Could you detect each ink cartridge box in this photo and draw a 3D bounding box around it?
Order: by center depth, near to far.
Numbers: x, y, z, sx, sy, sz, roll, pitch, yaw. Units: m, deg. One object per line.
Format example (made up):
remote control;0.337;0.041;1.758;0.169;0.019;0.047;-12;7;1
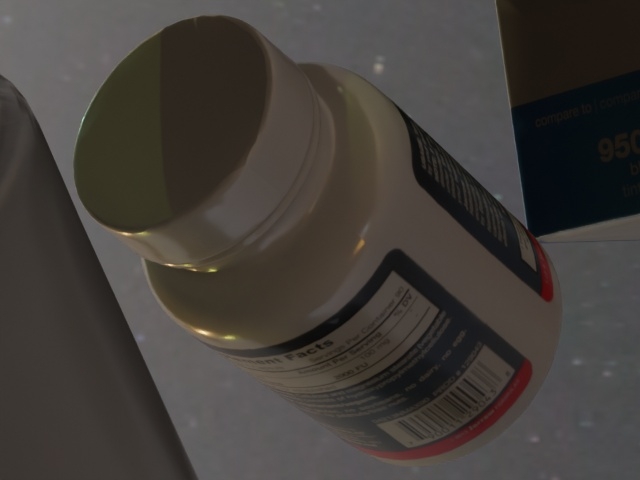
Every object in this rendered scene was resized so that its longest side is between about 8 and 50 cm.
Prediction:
ink cartridge box;0.264;-0.205;1.329;0.166;0.285;0.394;-15;-99;47

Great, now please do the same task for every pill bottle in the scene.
pill bottle;0.000;0.000;0.683;0.108;0.180;0.108;-18;-126;27

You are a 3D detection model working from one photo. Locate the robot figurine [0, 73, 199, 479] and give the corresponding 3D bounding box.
robot figurine;-0.136;0.056;0.436;0.200;0.300;0.353;-13;-61;16
